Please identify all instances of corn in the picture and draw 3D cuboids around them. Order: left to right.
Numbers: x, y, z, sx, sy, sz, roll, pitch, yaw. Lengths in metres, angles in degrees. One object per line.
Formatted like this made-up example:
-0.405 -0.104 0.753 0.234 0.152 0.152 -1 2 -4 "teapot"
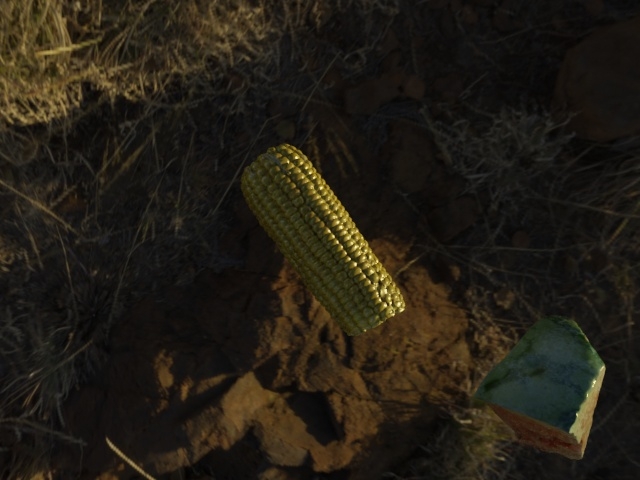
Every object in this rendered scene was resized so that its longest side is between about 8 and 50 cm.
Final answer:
0.000 0.000 0.897 0.093 0.093 0.244 -35 84 -17 "corn"

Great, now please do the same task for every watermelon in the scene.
0.215 0.170 0.749 0.121 0.098 0.158 -15 124 -38 "watermelon"
